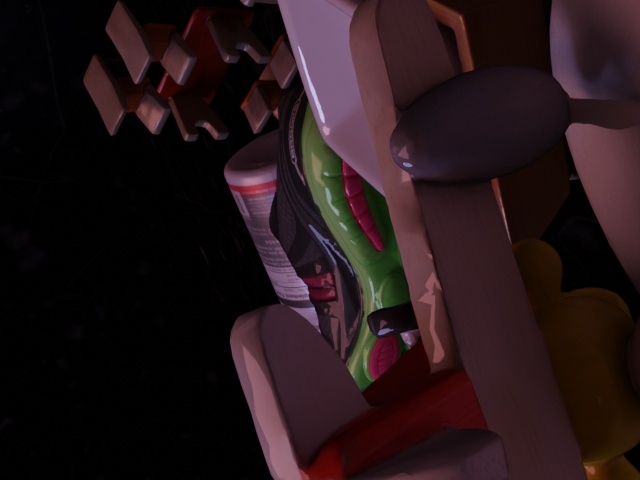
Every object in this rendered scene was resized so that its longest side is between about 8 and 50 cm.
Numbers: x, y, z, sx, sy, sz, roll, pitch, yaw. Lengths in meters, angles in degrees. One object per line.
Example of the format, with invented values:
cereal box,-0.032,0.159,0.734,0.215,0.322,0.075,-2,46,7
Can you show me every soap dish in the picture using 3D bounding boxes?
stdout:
soap dish,0.082,-0.137,0.932,0.291,0.118,0.229,44,158,51

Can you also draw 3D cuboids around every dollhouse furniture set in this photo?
dollhouse furniture set,-0.113,-0.244,1.274,0.135,0.262,0.259,57,132,28

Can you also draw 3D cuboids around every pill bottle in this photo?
pill bottle,0.000,0.000,1.465,0.161,0.161,0.283,33,148,64

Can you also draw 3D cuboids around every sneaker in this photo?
sneaker,0.053,0.021,1.304,0.202,0.185,0.482,43,147,53

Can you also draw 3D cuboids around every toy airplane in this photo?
toy airplane,0.124,0.089,0.643,0.386,0.273,0.384,55,-154,-38

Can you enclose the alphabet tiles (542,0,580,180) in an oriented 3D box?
alphabet tiles,0.128,-0.173,0.969,0.285,0.011,0.342,63,167,-4

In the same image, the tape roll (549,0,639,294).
tape roll,0.268,-0.030,0.598,0.392,0.072,0.392,56,165,23
